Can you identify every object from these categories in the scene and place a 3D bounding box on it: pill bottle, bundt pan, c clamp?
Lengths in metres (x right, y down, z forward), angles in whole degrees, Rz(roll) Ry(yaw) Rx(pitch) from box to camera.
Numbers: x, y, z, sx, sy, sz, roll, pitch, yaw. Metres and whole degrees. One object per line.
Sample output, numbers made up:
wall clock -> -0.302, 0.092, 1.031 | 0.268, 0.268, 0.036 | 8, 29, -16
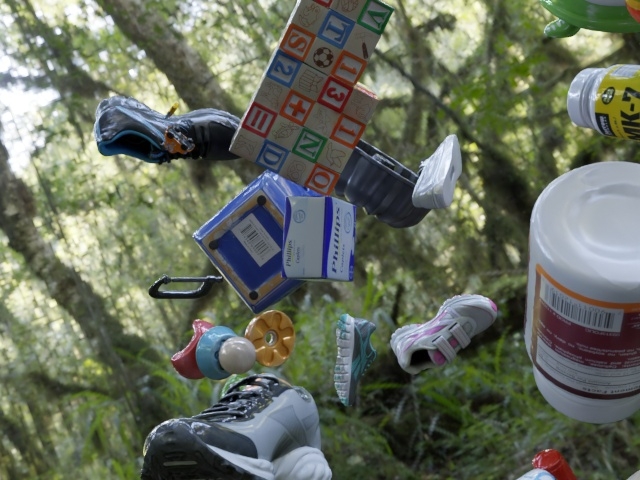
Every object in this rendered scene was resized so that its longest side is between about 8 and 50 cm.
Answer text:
pill bottle -> 0.413, 0.095, 1.199 | 0.224, 0.224, 0.392 | -24, -39, -8
bundt pan -> 0.119, -0.140, 1.932 | 0.124, 0.330, 0.330 | -57, -23, 12
pill bottle -> 0.504, -0.216, 1.300 | 0.119, 0.119, 0.208 | -18, 22, -30
c clamp -> -0.289, 0.092, 1.781 | 0.160, 0.022, 0.137 | -2, -28, -22

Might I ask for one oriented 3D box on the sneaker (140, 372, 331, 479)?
sneaker -> -0.069, 0.163, 0.700 | 0.100, 0.108, 0.271 | -8, -16, 16

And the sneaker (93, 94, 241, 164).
sneaker -> -0.308, -0.205, 1.745 | 0.340, 0.140, 0.125 | 5, -47, -11

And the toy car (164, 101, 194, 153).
toy car -> -0.260, -0.196, 1.501 | 0.060, 0.122, 0.040 | 32, -60, -25

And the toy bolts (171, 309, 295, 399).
toy bolts -> -0.106, 0.200, 1.383 | 0.228, 0.218, 0.158 | 38, -24, -33

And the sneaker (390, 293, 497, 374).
sneaker -> 0.266, 0.210, 1.741 | 0.252, 0.103, 0.111 | -35, 28, 22

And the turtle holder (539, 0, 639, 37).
turtle holder -> 0.462, -0.417, 1.164 | 0.243, 0.320, 0.227 | -46, -33, -20

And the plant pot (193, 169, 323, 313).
plant pot -> -0.100, -0.005, 1.653 | 0.236, 0.236, 0.212 | -38, 1, 15

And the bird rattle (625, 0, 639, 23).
bird rattle -> 0.351, -0.225, 0.770 | 0.143, 0.207, 0.253 | -38, -52, 17

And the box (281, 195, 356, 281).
box -> 0.000, 0.000, 1.279 | 0.072, 0.126, 0.137 | 1, -4, 22

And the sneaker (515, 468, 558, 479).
sneaker -> 0.179, 0.293, 0.866 | 0.237, 0.086, 0.085 | -18, -40, -50

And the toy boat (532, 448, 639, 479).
toy boat -> 0.420, 0.379, 1.093 | 0.267, 0.148, 0.318 | -36, 20, -23

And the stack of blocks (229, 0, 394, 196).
stack of blocks -> 0.002, -0.238, 1.251 | 0.297, 0.171, 0.087 | -63, 11, 16

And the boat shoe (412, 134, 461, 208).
boat shoe -> 0.187, -0.109, 1.324 | 0.063, 0.184, 0.066 | -5, -50, 23

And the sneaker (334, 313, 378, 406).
sneaker -> 0.068, 0.218, 1.494 | 0.076, 0.167, 0.065 | 4, 1, -16
